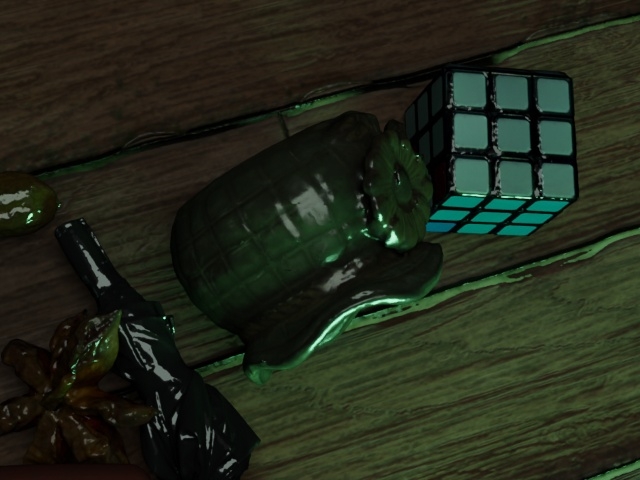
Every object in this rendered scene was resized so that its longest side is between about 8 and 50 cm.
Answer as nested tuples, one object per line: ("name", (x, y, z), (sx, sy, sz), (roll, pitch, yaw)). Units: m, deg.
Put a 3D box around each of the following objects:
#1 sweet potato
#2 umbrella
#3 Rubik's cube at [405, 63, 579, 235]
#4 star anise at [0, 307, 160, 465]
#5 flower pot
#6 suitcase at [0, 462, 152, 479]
("sweet potato", (-0.400, -0.024, 1.585), (0.233, 0.062, 0.081), (-18, 82, -15))
("umbrella", (-0.190, 0.125, 1.572), (0.118, 0.118, 0.340), (-30, 84, -19))
("Rubik's cube", (0.197, -0.103, 1.698), (0.161, 0.162, 0.163), (2, 76, -13))
("star anise", (-0.274, 0.169, 1.524), (0.111, 0.196, 0.212), (-23, 118, -52))
("flower pot", (0.000, 0.000, 1.557), (0.302, 0.302, 0.213), (-29, 88, -19))
("suitcase", (-0.261, 0.371, 1.417), (0.236, 0.161, 0.297), (1, 51, -17))
